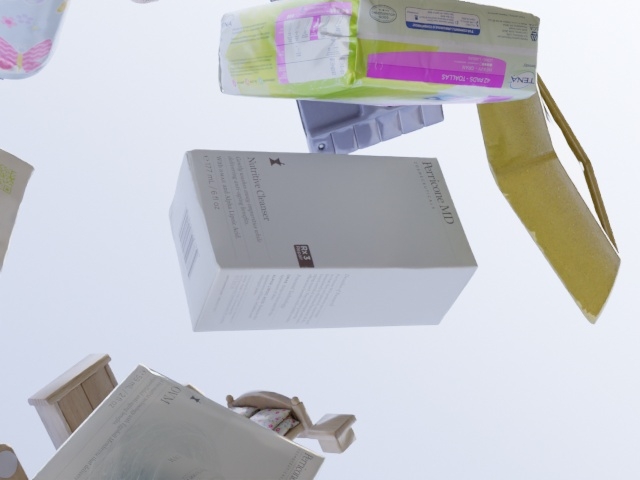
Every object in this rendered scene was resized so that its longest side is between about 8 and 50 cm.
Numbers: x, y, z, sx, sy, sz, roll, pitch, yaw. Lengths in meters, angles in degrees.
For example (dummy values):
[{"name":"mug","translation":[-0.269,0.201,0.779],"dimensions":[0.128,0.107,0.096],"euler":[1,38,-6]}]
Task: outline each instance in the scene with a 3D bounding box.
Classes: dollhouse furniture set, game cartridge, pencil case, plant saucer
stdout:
[{"name":"dollhouse furniture set","translation":[-0.193,0.245,1.437],"dimensions":[0.303,0.355,0.174],"euler":[-39,-67,-43]},{"name":"game cartridge","translation":[0.060,-0.290,1.740],"dimensions":[0.230,0.355,0.068],"euler":[-17,-138,-1]},{"name":"pencil case","translation":[-0.315,-0.284,1.230],"dimensions":[0.124,0.273,0.113],"euler":[22,-122,-13]},{"name":"plant saucer","translation":[0.328,-0.101,1.681],"dimensions":[0.333,0.081,0.332],"euler":[50,-156,-35]}]

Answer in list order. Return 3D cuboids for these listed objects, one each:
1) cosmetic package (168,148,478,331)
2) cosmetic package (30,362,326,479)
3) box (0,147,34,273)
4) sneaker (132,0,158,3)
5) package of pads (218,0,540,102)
[{"name":"cosmetic package","translation":[0.000,0.000,1.652],"dimensions":[0.385,0.156,0.217],"euler":[-2,-127,-22]},{"name":"cosmetic package","translation":[-0.144,0.267,1.141],"dimensions":[0.225,0.138,0.224],"euler":[26,-150,7]},{"name":"box","translation":[-0.323,-0.024,0.614],"dimensions":[0.322,0.058,0.232],"euler":[32,-140,-27]},{"name":"sneaker","translation":[-0.225,-0.354,1.531],"dimensions":[0.051,0.070,0.134],"euler":[9,-142,-1]},{"name":"package of pads","translation":[0.046,-0.193,1.229],"dimensions":[0.229,0.296,0.101],"euler":[0,-86,-30]}]
